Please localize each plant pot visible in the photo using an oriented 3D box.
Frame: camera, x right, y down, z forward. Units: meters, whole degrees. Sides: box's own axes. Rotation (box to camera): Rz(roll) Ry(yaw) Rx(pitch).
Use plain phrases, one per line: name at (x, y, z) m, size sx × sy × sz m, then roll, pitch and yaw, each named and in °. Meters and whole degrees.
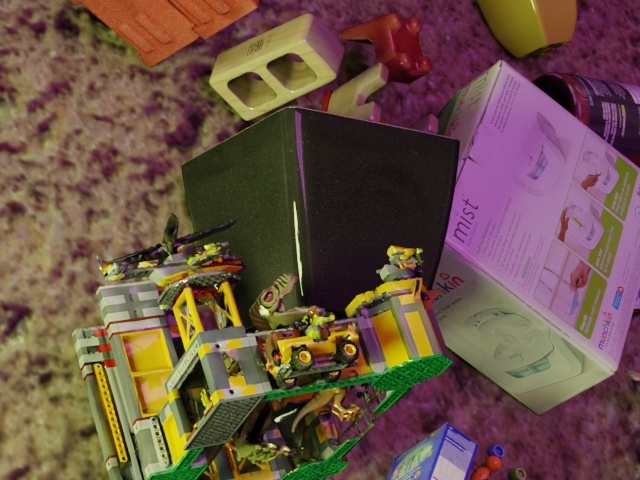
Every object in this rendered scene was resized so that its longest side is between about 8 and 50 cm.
plant pot at (0.000, 0.000, 1.528) m, size 0.187 × 0.188 × 0.167 m, roll 9°, pitch 72°, yaw -33°
plant pot at (0.238, -0.250, 1.921) m, size 0.081 × 0.081 × 0.083 m, roll -14°, pitch 85°, yaw -41°

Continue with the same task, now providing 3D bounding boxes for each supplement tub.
supplement tub at (0.315, -0.121, 1.879) m, size 0.198 × 0.106 × 0.106 m, roll 6°, pitch 61°, yaw -35°

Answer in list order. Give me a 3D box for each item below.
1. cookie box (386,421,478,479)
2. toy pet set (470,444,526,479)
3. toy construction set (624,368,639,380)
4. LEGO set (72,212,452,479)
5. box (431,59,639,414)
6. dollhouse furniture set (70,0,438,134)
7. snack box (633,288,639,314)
cookie box at (0.086, 0.225, 1.504) m, size 0.040 × 0.092 × 0.107 m, roll 35°, pitch 49°, yaw -11°
toy pet set at (0.196, 0.254, 1.587) m, size 0.122 × 0.065 × 0.114 m, roll 46°, pitch 46°, yaw -4°
toy construction set at (0.358, 0.241, 1.637) m, size 0.237 × 0.257 × 0.309 m, roll 4°, pitch 40°, yaw -22°
LEGO set at (-0.061, 0.071, 1.358) m, size 0.255 × 0.331 × 0.192 m, roll -11°, pitch 68°, yaw -19°
box at (0.200, -0.006, 1.706) m, size 0.231 × 0.127 × 0.262 m, roll 35°, pitch 48°, yaw -14°
dollhouse furniture set at (-0.048, -0.218, 1.666) m, size 0.374 × 0.152 × 0.201 m, roll 42°, pitch 43°, yaw -33°
snack box at (0.374, 0.048, 1.876) m, size 0.178 × 0.022 × 0.064 m, roll 0°, pitch 66°, yaw -37°
